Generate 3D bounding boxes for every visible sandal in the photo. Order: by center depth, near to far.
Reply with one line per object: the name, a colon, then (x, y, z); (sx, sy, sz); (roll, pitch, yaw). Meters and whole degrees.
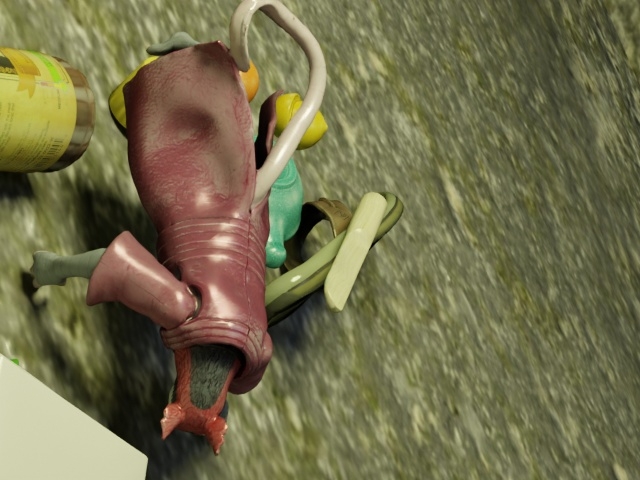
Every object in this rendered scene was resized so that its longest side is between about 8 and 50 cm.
sandal: (0.000, -0.001, 1.900); (0.086, 0.120, 0.303); (47, 28, 4)

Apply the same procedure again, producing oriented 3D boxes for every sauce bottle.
sauce bottle: (-0.328, -0.116, 1.468); (0.344, 0.111, 0.111); (1, 63, -60)

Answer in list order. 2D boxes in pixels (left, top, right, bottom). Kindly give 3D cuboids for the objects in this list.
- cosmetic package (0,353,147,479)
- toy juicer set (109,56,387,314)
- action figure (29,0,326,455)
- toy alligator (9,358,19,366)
cosmetic package: (-0.245, 0.281, 1.152); (0.155, 0.197, 0.365); (40, 33, -32)
toy juicer set: (-0.053, -0.064, 1.834); (0.329, 0.089, 0.209); (48, 36, 9)
action figure: (-0.083, 0.018, 1.570); (0.248, 0.275, 0.370); (32, 42, -43)
toy alligator: (-0.239, 0.185, 1.406); (0.051, 0.056, 0.190); (92, -10, -57)
